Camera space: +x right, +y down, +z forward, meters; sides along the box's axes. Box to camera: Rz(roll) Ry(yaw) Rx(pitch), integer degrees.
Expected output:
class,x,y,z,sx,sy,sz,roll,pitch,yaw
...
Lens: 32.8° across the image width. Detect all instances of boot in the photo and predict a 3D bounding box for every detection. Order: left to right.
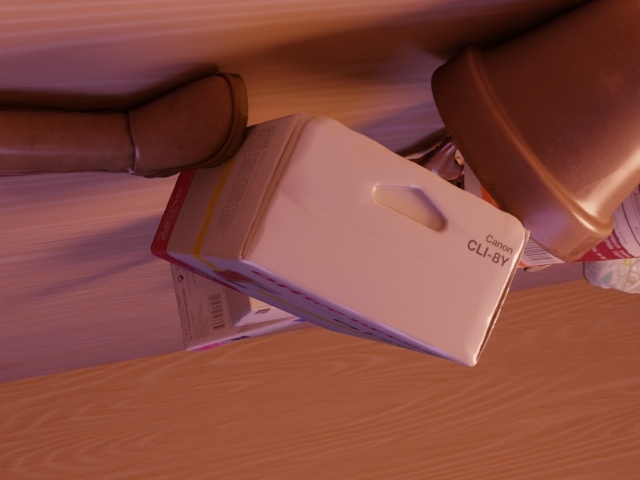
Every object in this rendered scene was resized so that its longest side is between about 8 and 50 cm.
class,x,y,z,sx,sy,sz,roll,pitch,yaw
boot,-0.238,-0.107,1.102,0.269,0.089,0.236,-2,165,-38

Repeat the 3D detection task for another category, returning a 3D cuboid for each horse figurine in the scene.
class,x,y,z,sx,sy,sz,roll,pitch,yaw
horse figurine,0.141,-0.097,1.646,0.263,0.066,0.174,-21,172,27

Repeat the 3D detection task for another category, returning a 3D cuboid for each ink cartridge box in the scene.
class,x,y,z,sx,sy,sz,roll,pitch,yaw
ink cartridge box,-0.109,0.067,1.873,0.311,0.186,0.065,-18,165,26
ink cartridge box,0.000,0.000,1.202,0.279,0.160,0.384,25,172,-19

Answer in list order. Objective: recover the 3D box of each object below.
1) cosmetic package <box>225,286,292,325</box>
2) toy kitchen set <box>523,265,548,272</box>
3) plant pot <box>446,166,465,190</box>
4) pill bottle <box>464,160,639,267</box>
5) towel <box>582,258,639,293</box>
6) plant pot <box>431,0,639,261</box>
class,x,y,z,sx,sy,sz,roll,pitch,yaw
cosmetic package,-0.072,0.025,1.710,0.151,0.184,0.151,-9,169,-16
toy kitchen set,0.393,-0.038,2.250,0.207,0.166,0.122,28,159,-9
plant pot,0.242,-0.041,1.834,0.166,0.167,0.165,-7,160,-24
pill bottle,0.402,-0.090,1.383,0.392,0.224,0.224,-7,174,35
towel,0.571,-0.049,1.562,0.374,0.321,0.090,5,-143,17
plant pot,0.286,-0.143,1.165,0.229,0.263,0.263,-36,160,24
